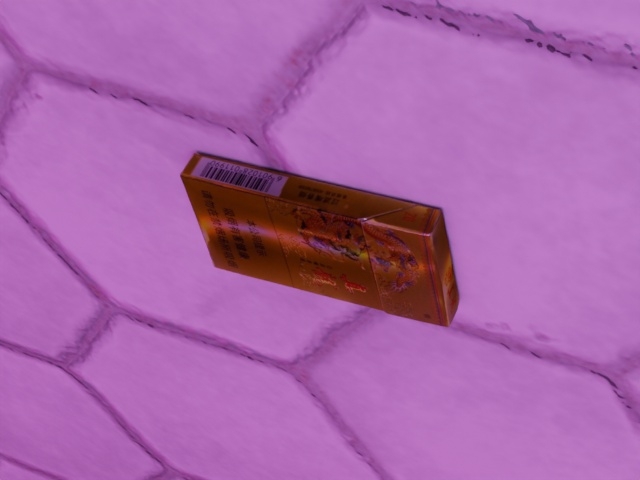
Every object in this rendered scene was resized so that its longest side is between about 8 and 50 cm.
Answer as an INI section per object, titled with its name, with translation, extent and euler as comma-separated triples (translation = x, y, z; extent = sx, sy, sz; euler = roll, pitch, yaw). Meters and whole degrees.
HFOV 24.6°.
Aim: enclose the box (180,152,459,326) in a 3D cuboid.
[box]
translation = 0.000, 0.000, 0.832
extent = 0.156, 0.022, 0.089
euler = 15, 147, 22
